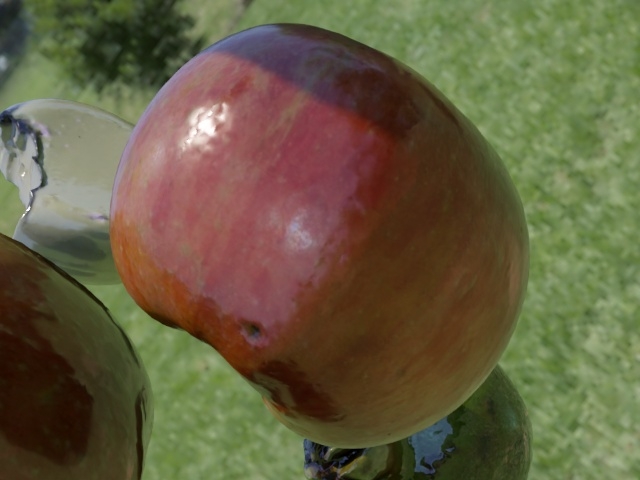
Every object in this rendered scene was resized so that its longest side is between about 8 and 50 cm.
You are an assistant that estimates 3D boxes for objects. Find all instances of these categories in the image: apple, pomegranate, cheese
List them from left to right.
[{"bbox_3d":[-0.233,0.132,0.865,0.319,0.277,0.319,-175,90,-77],"label":"apple"},{"bbox_3d":[-0.136,-0.026,1.185,0.163,0.249,0.070,-87,15,-46],"label":"cheese"},{"bbox_3d":[0.000,0.000,0.730,0.164,0.209,0.209,-55,8,-7],"label":"apple"},{"bbox_3d":[0.089,0.164,1.268,0.190,0.159,0.241,-60,-29,-12],"label":"pomegranate"}]
